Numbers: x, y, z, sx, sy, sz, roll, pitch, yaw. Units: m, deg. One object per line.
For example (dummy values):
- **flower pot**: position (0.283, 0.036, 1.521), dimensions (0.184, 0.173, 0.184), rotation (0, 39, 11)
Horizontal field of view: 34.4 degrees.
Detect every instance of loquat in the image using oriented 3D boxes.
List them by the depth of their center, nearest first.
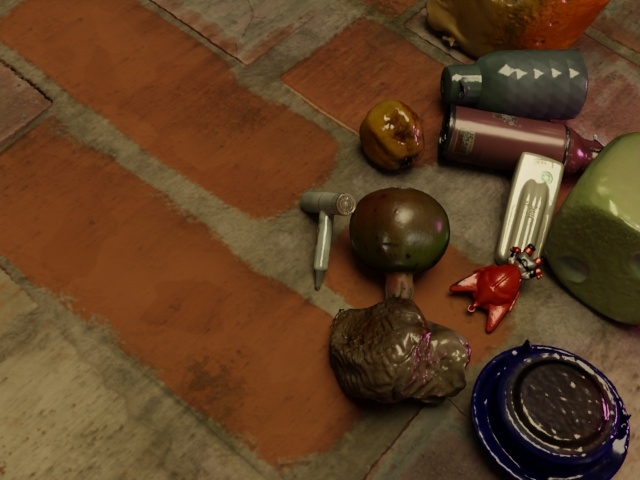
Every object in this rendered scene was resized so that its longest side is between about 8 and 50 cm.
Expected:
- **loquat**: position (0.140, -0.200, 1.986), dimensions (0.137, 0.137, 0.113), rotation (40, 31, 19)

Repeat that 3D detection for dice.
- **dice**: position (0.569, -0.023, 1.849), dimensions (0.249, 0.254, 0.252), rotation (35, 57, 19)

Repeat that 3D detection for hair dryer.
- **hair dryer**: position (-0.004, 0.001, 1.852), dimensions (0.044, 0.155, 0.183), rotation (14, 89, -24)

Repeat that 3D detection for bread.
- **bread**: position (0.452, -0.543, 2.152), dimensions (0.360, 0.394, 0.250), rotation (-10, 72, -21)

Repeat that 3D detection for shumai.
- **shumai**: position (0.131, 0.206, 1.692), dimensions (0.185, 0.218, 0.184), rotation (47, 54, -23)

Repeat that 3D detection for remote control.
- **remote control**: position (0.389, -0.055, 1.927), dimensions (0.090, 0.049, 0.230), rotation (17, 71, 2)

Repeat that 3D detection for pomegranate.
- **pomegranate**: position (0.138, 0.010, 1.819), dimensions (0.179, 0.180, 0.210), rotation (4, 90, -7)

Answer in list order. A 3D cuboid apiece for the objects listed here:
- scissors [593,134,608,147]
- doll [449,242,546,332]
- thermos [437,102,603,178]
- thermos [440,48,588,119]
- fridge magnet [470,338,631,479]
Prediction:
- **scissors**: position (0.599, -0.154, 2.026), dimensions (0.212, 0.021, 0.110), rotation (33, 44, -35)
- **doll**: position (0.325, 0.073, 1.838), dimensions (0.169, 0.057, 0.109), rotation (-40, 75, -3)
- **thermos**: position (0.402, -0.183, 2.042), dimensions (0.330, 0.136, 0.110), rotation (10, 80, -2)
- **thermos**: position (0.385, -0.324, 2.118), dimensions (0.286, 0.145, 0.182), rotation (0, 22, -9)
- **fridge magnet**: position (0.374, 0.283, 1.673), dimensions (0.265, 0.113, 0.266), rotation (4, 55, -6)
